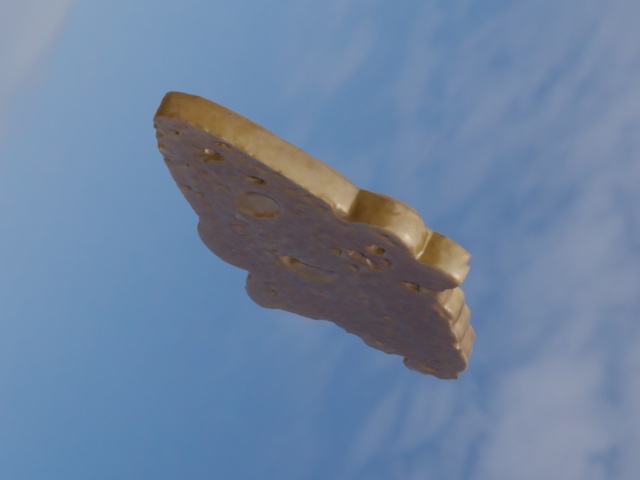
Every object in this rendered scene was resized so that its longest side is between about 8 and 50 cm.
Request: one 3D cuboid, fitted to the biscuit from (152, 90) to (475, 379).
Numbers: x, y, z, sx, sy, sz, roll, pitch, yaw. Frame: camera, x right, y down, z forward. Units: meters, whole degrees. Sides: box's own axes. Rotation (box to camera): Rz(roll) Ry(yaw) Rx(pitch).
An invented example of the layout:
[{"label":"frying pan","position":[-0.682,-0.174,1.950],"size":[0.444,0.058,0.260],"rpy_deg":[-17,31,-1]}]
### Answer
[{"label":"biscuit","position":[0.000,0.000,0.846],"size":[0.162,0.250,0.035],"rpy_deg":[-5,-125,40]}]
